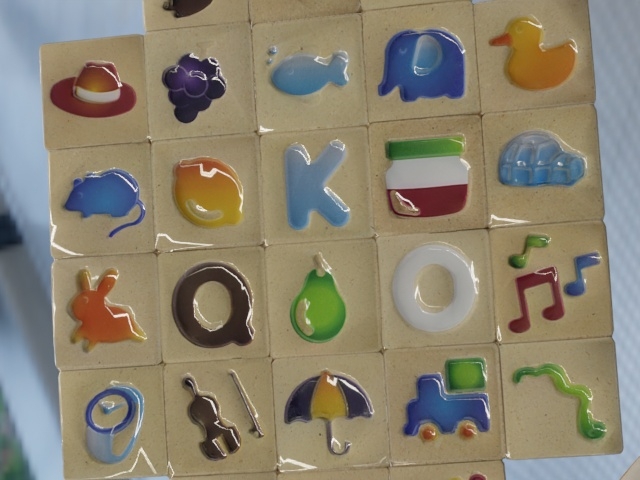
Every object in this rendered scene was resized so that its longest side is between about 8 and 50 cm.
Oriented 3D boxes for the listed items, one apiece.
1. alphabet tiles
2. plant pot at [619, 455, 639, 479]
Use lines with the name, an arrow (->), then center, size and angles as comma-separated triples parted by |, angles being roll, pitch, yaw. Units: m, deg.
alphabet tiles -> 0.000, 0.000, 0.878 | 0.011, 0.285, 0.342 | 19, -113, -78
plant pot -> 0.139, 0.136, 0.425 | 0.205, 0.205, 0.188 | -119, 7, -48
